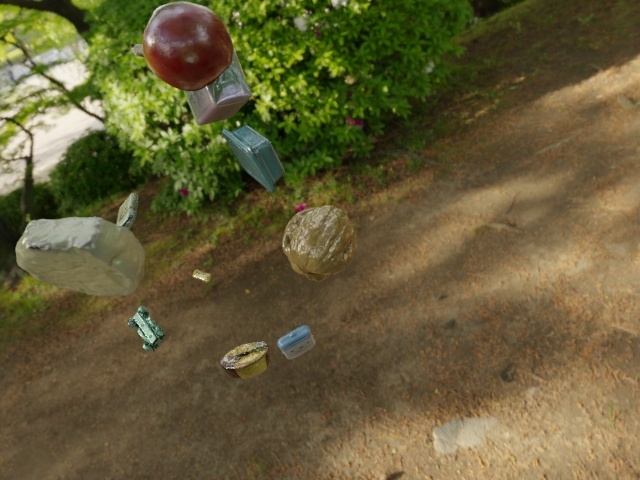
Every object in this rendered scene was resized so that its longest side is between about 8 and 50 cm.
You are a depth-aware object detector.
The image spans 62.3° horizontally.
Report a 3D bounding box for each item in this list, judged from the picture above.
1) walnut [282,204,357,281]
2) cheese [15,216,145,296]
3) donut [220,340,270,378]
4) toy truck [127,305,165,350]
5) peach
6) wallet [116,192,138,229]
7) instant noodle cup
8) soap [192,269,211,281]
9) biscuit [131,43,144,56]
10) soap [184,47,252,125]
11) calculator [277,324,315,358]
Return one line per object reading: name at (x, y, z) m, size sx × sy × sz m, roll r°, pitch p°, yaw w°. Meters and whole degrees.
walnut at (0.000, 0.000, 1.750) m, size 0.257 × 0.224 × 0.256 m, roll 4°, pitch 65°, yaw -9°
cheese at (-0.609, 0.042, 1.366) m, size 0.326 × 0.318 × 0.115 m, roll -41°, pitch 37°, yaw 50°
donut at (-0.256, 0.423, 1.858) m, size 0.184 × 0.073 × 0.166 m, roll -12°, pitch 18°, yaw 21°
toy truck at (-0.556, 0.285, 1.724) m, size 0.154 × 0.078 × 0.080 m, roll 40°, pitch 96°, yaw 31°
peach at (-0.356, -0.516, 1.429) m, size 0.244 × 0.243 × 0.199 m, roll -13°, pitch 27°, yaw 16°
wallet at (-0.703, -0.094, 1.931) m, size 0.110 × 0.039 × 0.155 m, roll -43°, pitch 36°, yaw 25°
instant noodle cup at (-0.166, -0.220, 1.371) m, size 0.070 × 0.157 × 0.179 m, roll -39°, pitch 45°, yaw -12°
soap at (-0.433, 0.129, 1.929) m, size 0.089 × 0.012 × 0.034 m, roll 14°, pitch 76°, yaw 32°
biscuit at (-0.497, -0.569, 1.613) m, size 0.147 × 0.018 × 0.071 m, roll 9°, pitch 44°, yaw -14°
soap at (-0.330, -0.481, 1.646) m, size 0.139 × 0.181 × 0.199 m, roll -21°, pitch 2°, yaw -31°
calculator at (-0.081, 0.350, 1.814) m, size 0.121 × 0.210 × 0.039 m, roll -30°, pitch 65°, yaw -9°
